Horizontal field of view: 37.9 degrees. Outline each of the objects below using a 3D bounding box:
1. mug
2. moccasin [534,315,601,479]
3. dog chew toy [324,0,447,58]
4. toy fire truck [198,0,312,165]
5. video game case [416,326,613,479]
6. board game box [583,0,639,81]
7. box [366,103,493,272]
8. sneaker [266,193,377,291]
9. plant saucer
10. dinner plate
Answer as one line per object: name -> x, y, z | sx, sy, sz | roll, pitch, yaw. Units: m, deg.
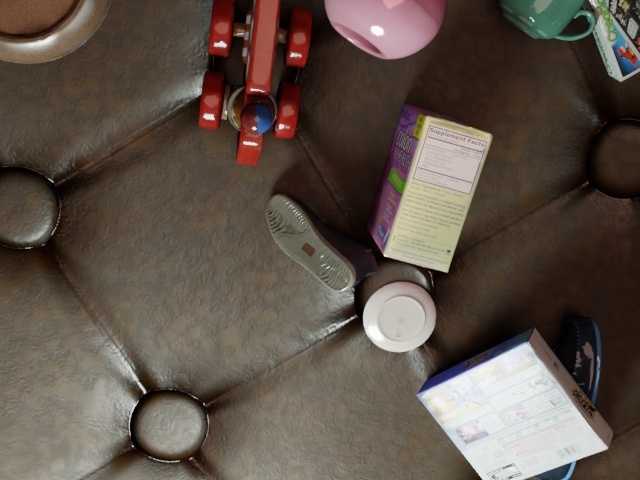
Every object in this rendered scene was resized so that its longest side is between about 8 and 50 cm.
mug -> 0.378, -0.397, 1.585 | 0.158, 0.129, 0.097 | 45, 107, 28
moccasin -> 0.447, 0.307, 1.770 | 0.117, 0.138, 0.342 | 8, 102, -2
dog chew toy -> 0.152, -0.468, 1.530 | 0.206, 0.206, 0.332 | 33, 91, -11
toy fire truck -> -0.107, -0.271, 1.521 | 0.169, 0.254, 0.302 | 7, 103, -6
video game case -> 0.355, 0.317, 1.720 | 0.269, 0.061, 0.244 | -34, 98, 37
board game box -> 0.541, -0.450, 1.596 | 0.193, 0.053, 0.305 | -30, 120, 3
box -> 0.180, -0.097, 1.607 | 0.117, 0.213, 0.243 | 15, 102, -9
sneaker -> 0.000, 0.000, 1.695 | 0.222, 0.118, 0.083 | 48, 117, 14
plant saucer -> -0.504, -0.452, 1.552 | 0.310, 0.050, 0.310 | -1, 104, -3
dinner plate -> 0.152, 0.148, 1.768 | 0.141, 0.017, 0.141 | -1, 105, -4
